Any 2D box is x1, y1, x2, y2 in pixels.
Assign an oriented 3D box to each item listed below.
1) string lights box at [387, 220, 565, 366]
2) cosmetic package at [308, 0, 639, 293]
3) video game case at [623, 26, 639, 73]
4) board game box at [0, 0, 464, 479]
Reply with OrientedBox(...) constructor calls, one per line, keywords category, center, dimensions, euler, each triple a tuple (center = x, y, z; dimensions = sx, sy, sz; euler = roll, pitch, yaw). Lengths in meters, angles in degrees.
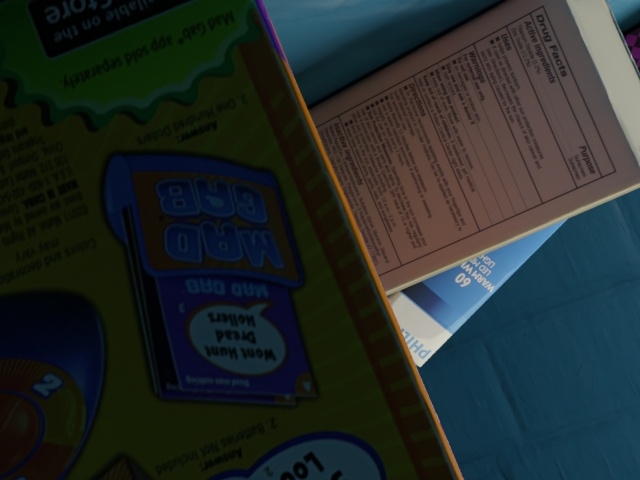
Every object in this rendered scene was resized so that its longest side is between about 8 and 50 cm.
OrientedBox(category="string lights box", center=(0.134, -0.028, 1.049), dimensions=(0.260, 0.077, 0.133), euler=(-47, -151, 10))
OrientedBox(category="cosmetic package", center=(0.093, -0.060, 0.900), dimensions=(0.309, 0.160, 0.113), euler=(-24, 175, 29))
OrientedBox(category="video game case", center=(0.358, -0.199, 1.264), dimensions=(0.210, 0.042, 0.232), euler=(-19, 174, -41))
OrientedBox(category="board game box", center=(-0.121, 0.120, 0.600), dimensions=(0.356, 0.356, 0.356), euler=(-22, 171, 1))
